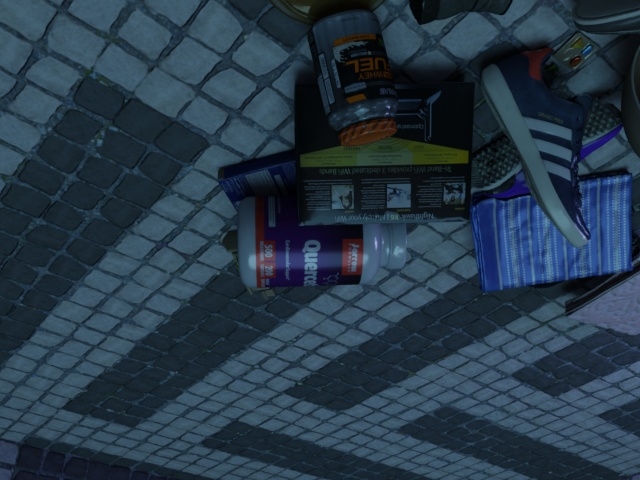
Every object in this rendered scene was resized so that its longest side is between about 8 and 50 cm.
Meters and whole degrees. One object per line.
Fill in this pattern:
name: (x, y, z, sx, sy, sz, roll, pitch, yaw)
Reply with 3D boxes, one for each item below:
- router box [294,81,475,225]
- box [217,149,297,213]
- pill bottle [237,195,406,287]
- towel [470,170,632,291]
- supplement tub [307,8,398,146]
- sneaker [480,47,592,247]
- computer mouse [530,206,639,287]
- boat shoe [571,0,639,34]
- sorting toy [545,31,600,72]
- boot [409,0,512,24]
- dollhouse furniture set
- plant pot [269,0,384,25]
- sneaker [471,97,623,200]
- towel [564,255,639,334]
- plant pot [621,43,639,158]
router box: (0.109, -0.154, 1.154, 0.309, 0.081, 0.242, -1, 104, -2)
box: (-0.076, -0.115, 1.320, 0.225, 0.036, 0.136, -12, 140, 11)
pill bottle: (0.000, 0.000, 1.297, 0.323, 0.181, 0.181, -2, 140, -4)
towel: (0.498, -0.012, 1.408, 0.336, 0.040, 0.243, -9, 115, 8)
supplement tub: (0.055, -0.251, 1.028, 0.117, 0.190, 0.117, -14, 177, -1)
sneaker: (0.408, -0.163, 1.111, 0.148, 0.131, 0.350, -26, 94, 12)
computer mouse: (0.586, 0.017, 1.504, 0.272, 0.072, 0.188, -28, 134, 10)
boat shoe: (0.561, -0.368, 0.997, 0.335, 0.112, 0.095, -18, 133, 13)
sorting toy: (0.432, -0.314, 1.130, 0.062, 0.012, 0.083, 21, 135, -26)
boot: (0.215, -0.433, 0.942, 0.161, 0.083, 0.246, -13, 141, -7)
dollhouse furniture set: (-0.146, 0.089, 1.464, 0.101, 0.160, 0.182, -9, 139, 8)
plant pot: (0.013, -0.415, 0.968, 0.236, 0.032, 0.236, -2, 140, -2)
sneaker: (0.441, -0.161, 1.261, 0.293, 0.102, 0.146, -26, 142, 30)
towel: (0.821, 0.126, 1.629, 0.332, 0.053, 0.317, 16, 137, -34)
plant pot: (0.632, -0.211, 1.097, 0.284, 0.284, 0.191, -5, 161, 2)
